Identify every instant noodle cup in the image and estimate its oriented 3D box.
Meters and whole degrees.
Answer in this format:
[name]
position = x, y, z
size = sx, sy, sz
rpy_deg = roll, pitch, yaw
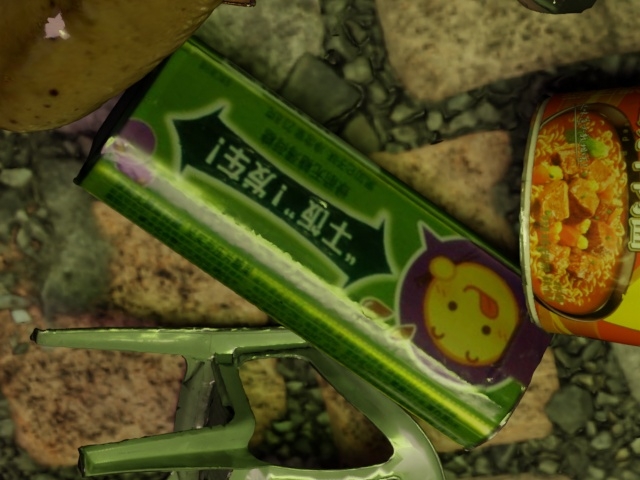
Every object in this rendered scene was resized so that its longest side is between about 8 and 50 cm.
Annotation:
[instant noodle cup]
position = 0.232, -0.016, 1.289
size = 0.174, 0.213, 0.213
rpy_deg = 2, 115, 18

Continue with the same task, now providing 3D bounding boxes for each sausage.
[sausage]
position = -0.059, -0.257, 1.228
size = 0.501, 0.123, 0.136
rpy_deg = -48, 58, 16

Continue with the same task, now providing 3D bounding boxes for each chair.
[chair]
position = -0.069, 0.181, 1.426
size = 0.275, 0.190, 0.203
rpy_deg = -4, 119, -23

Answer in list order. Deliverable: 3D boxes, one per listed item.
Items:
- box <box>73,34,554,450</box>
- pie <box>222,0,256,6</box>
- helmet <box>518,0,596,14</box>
[box]
position = 0.000, 0.000, 1.361
size = 0.345, 0.134, 0.097
rpy_deg = 34, 157, -9
[pie]
position = -0.132, -0.202, 1.333
size = 0.170, 0.034, 0.092
rpy_deg = 0, 119, 8
[helmet]
position = 0.257, -0.229, 1.164
size = 0.338, 0.271, 0.197
rpy_deg = 9, 84, 6
